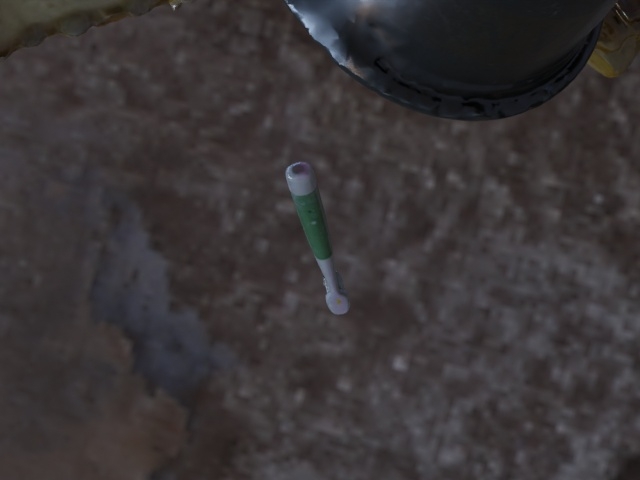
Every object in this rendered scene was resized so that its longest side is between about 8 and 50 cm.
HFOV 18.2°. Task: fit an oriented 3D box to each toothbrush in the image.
[{"bbox_3d":[0.000,0.000,1.334,0.257,0.018,0.024,72,-177,-69],"label":"toothbrush"}]

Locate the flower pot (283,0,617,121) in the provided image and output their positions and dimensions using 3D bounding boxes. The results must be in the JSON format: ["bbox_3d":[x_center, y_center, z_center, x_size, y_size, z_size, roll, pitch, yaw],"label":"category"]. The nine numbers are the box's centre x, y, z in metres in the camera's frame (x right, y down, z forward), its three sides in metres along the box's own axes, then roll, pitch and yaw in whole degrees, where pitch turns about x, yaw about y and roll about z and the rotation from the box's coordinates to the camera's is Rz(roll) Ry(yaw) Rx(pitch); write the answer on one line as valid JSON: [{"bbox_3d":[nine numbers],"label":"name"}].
[{"bbox_3d":[0.064,-0.136,0.725,0.107,0.157,0.157,-40,15,54],"label":"flower pot"}]

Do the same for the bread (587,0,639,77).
[{"bbox_3d":[0.167,-0.332,1.559,0.314,0.370,0.191,-46,6,-18],"label":"bread"}]

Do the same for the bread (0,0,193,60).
[{"bbox_3d":[-0.195,-0.368,1.699,0.390,0.371,0.279,-114,10,-58],"label":"bread"}]
